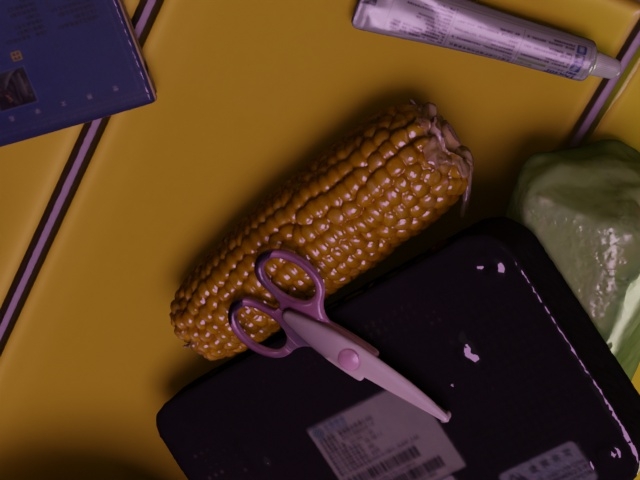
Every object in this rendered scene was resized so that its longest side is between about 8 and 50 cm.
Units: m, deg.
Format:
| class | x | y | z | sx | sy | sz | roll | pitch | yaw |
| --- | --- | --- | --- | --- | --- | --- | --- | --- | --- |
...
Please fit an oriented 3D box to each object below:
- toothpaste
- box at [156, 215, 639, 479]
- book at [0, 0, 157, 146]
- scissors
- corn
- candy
| class | x | y | z | sx | sy | sz | roll | pitch | yaw |
| --- | --- | --- | --- | --- | --- | --- | --- | --- | --- |
| toothpaste | 0.120 | -0.146 | 1.339 | 0.197 | 0.029 | 0.048 | 14 | 118 | -12 |
| box | 0.055 | 0.139 | 1.403 | 0.350 | 0.058 | 0.211 | -31 | 96 | 33 |
| book | -0.241 | -0.183 | 1.279 | 0.191 | 0.025 | 0.269 | -15 | 124 | 6 |
| scissors | 0.018 | 0.077 | 1.346 | 0.176 | 0.022 | 0.085 | 33 | 117 | 6 |
| corn | -0.002 | -0.004 | 1.383 | 0.260 | 0.091 | 0.091 | -39 | 149 | 20 |
| candy | 0.176 | 0.085 | 1.443 | 0.132 | 0.142 | 0.343 | 23 | 121 | 12 |
